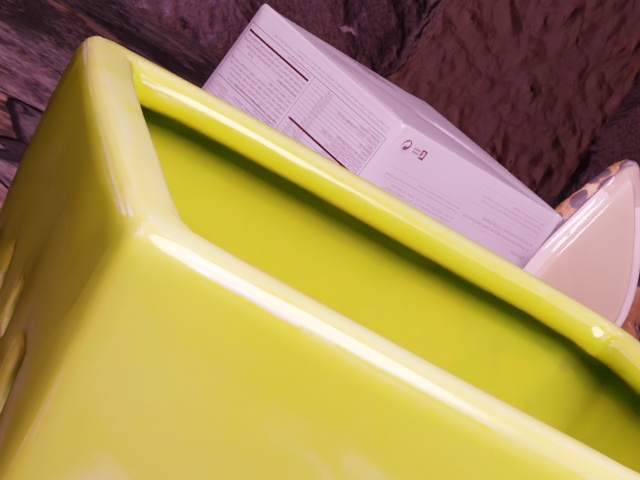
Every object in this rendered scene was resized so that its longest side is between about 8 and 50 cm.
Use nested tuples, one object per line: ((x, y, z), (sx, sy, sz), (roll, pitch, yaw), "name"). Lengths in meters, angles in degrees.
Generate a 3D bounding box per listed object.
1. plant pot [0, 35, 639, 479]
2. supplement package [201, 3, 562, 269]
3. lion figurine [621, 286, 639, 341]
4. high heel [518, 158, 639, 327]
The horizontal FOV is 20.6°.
((-0.015, 0.098, 0.499), (0.227, 0.207, 0.228), (29, 9, -16), "plant pot")
((0.000, 0.000, 1.100), (0.194, 0.203, 0.149), (26, 15, -51), "supplement package")
((0.139, 0.041, 1.772), (0.392, 0.142, 0.240), (20, 16, 1), "lion figurine")
((0.127, 0.037, 1.227), (0.093, 0.261, 0.186), (22, 14, -21), "high heel")
